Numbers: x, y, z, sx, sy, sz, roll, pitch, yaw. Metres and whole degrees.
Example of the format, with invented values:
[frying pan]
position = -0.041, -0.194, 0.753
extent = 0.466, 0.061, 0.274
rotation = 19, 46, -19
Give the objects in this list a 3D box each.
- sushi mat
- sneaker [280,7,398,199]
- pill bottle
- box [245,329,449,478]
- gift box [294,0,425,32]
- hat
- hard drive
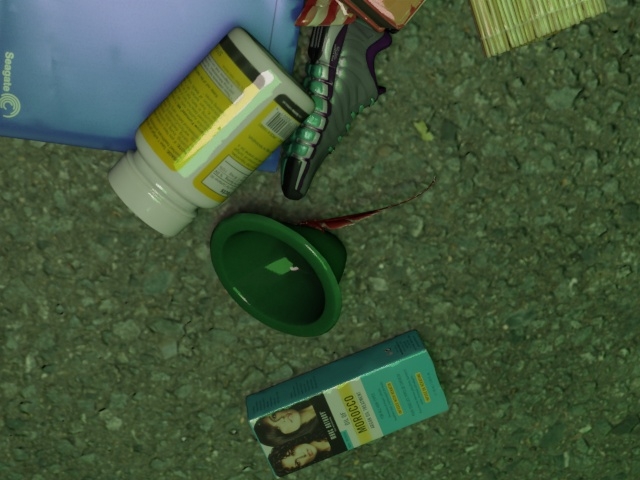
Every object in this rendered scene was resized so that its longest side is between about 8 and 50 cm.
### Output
[sushi mat]
position = 0.210, -0.372, 0.918
extent = 0.151, 0.019, 0.316
rotation = -23, 111, 0
[sneaker]
position = 0.022, -0.145, 0.941
extent = 0.098, 0.083, 0.223
rotation = 11, 107, -17
[pill bottle]
position = -0.116, -0.110, 0.868
extent = 0.208, 0.119, 0.119
rotation = -44, 110, 8
[box]
position = 0.034, 0.212, 1.080
extent = 0.244, 0.060, 0.100
rotation = -22, 111, 0
[gift box]
position = 0.028, -0.341, 0.766
extent = 0.255, 0.258, 0.276
rotation = 43, 101, -11
[hat]
position = 0.000, 0.000, 1.018
extent = 0.208, 0.183, 0.173
rotation = 23, 135, 21
[hard drive]
position = -0.190, -0.199, 0.910
extent = 0.319, 0.040, 0.210
rotation = 7, 109, -11
